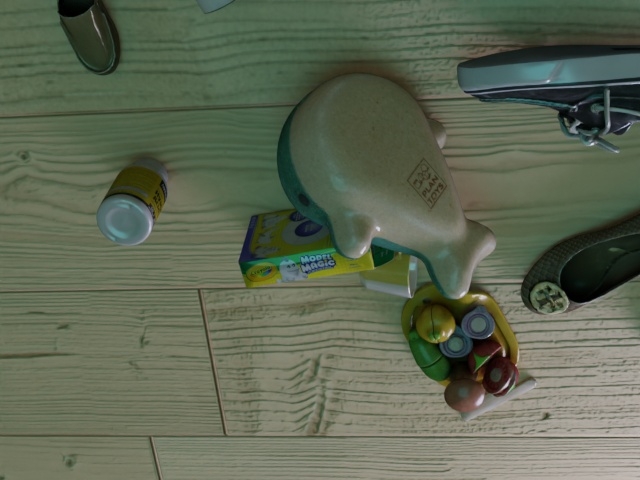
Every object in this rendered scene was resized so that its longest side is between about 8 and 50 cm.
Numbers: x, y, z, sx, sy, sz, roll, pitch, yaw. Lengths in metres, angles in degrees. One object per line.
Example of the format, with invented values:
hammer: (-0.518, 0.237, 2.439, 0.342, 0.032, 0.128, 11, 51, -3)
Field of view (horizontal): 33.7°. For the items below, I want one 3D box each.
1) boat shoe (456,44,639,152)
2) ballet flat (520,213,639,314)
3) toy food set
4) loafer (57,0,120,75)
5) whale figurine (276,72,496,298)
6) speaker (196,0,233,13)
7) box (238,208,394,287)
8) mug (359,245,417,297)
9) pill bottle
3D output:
boat shoe: (0.297, -0.150, 1.108, 0.306, 0.113, 0.105, -2, 107, -2)
ballet flat: (0.347, 0.023, 1.238, 0.250, 0.058, 0.084, -29, 113, 22)
toy food set: (0.185, 0.154, 1.331, 0.128, 0.071, 0.218, -24, 116, 20)
loafer: (-0.261, -0.245, 1.156, 0.056, 0.050, 0.148, -8, 120, 12)
whale figurine: (0.067, -0.051, 1.161, 0.272, 0.216, 0.141, 44, 146, -13)
speaker: (-0.132, -0.309, 1.098, 0.055, 0.055, 0.136, -21, 117, 19)
box: (0.000, 0.000, 1.241, 0.179, 0.105, 0.043, -8, 122, 11)
mug: (0.082, 0.030, 1.280, 0.064, 0.062, 0.078, 3, 109, 15)
pill bottle: (-0.214, -0.049, 1.230, 0.065, 0.116, 0.065, 3, 122, 5)
